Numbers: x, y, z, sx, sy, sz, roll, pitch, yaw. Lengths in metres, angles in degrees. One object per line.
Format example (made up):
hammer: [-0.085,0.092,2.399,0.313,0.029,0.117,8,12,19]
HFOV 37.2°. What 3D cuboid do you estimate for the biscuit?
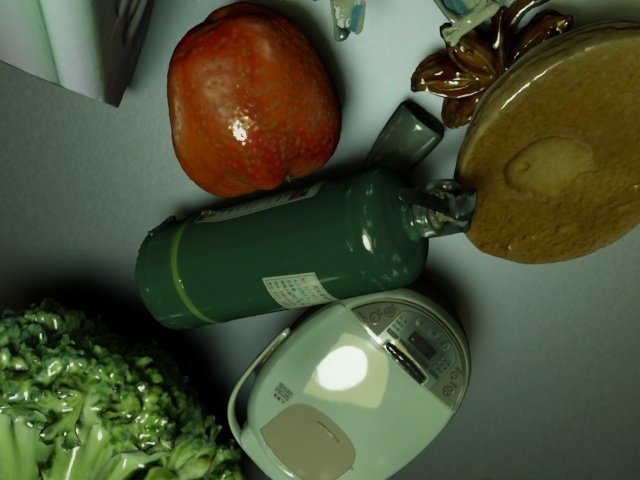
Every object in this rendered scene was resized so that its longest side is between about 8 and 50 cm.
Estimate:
biscuit: [0.185,-0.070,0.681,0.181,0.049,0.208,24,125,-29]

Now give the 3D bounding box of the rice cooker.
rice cooker: [0.027,0.114,0.760,0.145,0.127,0.206,45,113,-6]

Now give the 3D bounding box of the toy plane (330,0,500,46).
toy plane: [0.095,-0.245,0.646,0.262,0.088,0.192,-32,79,-1]

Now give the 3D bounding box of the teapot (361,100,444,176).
teapot: [0.048,-0.054,0.744,0.043,0.043,0.111,37,113,-4]

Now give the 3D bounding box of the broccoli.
broccoli: [-0.204,0.192,0.781,0.288,0.235,0.260,22,86,6]

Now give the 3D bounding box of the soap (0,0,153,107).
soap: [-0.165,-0.218,0.597,0.115,0.347,0.208,18,73,-5]

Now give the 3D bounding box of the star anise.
star anise: [0.156,-0.143,0.685,0.190,0.070,0.097,-15,132,13]

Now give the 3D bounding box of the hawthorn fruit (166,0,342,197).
hawthorn fruit: [-0.054,-0.103,0.696,0.133,0.133,0.138,-16,103,15]

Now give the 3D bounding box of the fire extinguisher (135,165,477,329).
fire extinguisher: [0.000,0.000,0.698,0.294,0.118,0.093,-13,74,33]
